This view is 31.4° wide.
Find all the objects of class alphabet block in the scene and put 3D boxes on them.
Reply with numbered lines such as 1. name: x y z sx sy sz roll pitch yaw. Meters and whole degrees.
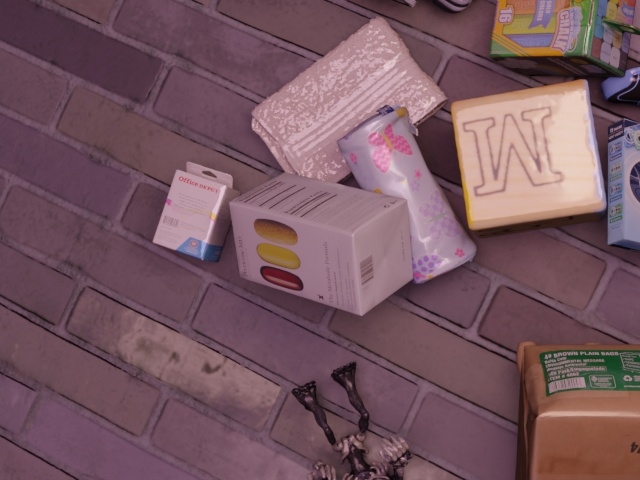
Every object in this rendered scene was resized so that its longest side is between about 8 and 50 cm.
1. alphabet block: 0.310 -0.115 1.693 0.197 0.192 0.193 -9 83 11

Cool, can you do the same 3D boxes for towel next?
1. towel: 0.039 -0.211 1.830 0.282 0.049 0.187 -38 80 8

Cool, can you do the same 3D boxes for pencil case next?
1. pencil case: 0.133 -0.070 1.743 0.113 0.124 0.273 -23 95 51

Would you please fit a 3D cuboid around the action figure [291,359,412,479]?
1. action figure: 0.054 0.335 1.749 0.164 0.141 0.276 -25 80 -2

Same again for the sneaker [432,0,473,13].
1. sneaker: 0.175 -0.442 1.815 0.098 0.083 0.223 -31 61 -31

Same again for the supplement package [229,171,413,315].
1. supplement package: 0.000 0.000 1.716 0.244 0.134 0.139 14 123 38

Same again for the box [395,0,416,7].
1. box: 0.071 -0.524 1.775 0.307 0.076 0.242 30 94 35

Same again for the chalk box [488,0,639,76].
1. chalk box: 0.377 -0.318 1.678 0.213 0.132 0.132 6 87 40

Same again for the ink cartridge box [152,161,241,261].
1. ink cartridge box: -0.196 -0.047 1.850 0.092 0.090 0.143 19 90 13

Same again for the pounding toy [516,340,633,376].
1. pounding toy: 0.421 0.227 1.663 0.269 0.155 0.154 0 86 14

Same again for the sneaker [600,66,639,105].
1. sneaker: 0.541 -0.218 1.702 0.232 0.081 0.090 -7 80 12

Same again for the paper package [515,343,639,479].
1. paper package: 0.440 0.304 1.566 0.325 0.168 0.309 -1 118 4

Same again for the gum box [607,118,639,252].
1. gum box: 0.492 -0.070 1.660 0.157 0.041 0.184 12 71 -23
